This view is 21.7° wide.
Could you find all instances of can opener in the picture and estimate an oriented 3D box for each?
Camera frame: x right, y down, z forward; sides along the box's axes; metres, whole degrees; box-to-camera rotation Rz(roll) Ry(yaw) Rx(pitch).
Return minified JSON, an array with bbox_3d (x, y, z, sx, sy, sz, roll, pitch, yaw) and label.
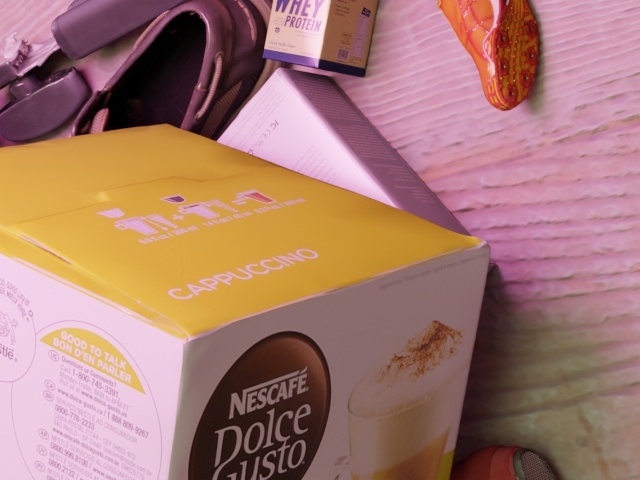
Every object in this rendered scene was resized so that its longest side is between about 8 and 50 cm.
[{"bbox_3d":[-0.205,-0.189,1.548,0.280,0.074,0.093,-28,111,29],"label":"can opener"}]

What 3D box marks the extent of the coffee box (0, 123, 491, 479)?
[{"bbox_3d":[-0.125,0.127,1.234,0.338,0.337,0.334,22,113,34],"label":"coffee box"}]

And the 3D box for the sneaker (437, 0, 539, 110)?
[{"bbox_3d":[0.131,-0.185,1.355,0.067,0.064,0.175,-24,71,43],"label":"sneaker"}]

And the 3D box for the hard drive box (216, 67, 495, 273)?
[{"bbox_3d":[0.000,0.000,1.406,0.181,0.089,0.232,-48,68,22],"label":"hard drive box"}]

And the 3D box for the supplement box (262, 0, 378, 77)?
[{"bbox_3d":[0.002,-0.186,1.407,0.056,0.083,0.083,14,96,28],"label":"supplement box"}]

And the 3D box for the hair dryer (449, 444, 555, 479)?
[{"bbox_3d":[0.151,0.275,1.325,0.293,0.080,0.224,12,97,30],"label":"hair dryer"}]

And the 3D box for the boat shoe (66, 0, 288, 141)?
[{"bbox_3d":[-0.172,-0.082,1.483,0.132,0.130,0.355,41,110,24],"label":"boat shoe"}]
